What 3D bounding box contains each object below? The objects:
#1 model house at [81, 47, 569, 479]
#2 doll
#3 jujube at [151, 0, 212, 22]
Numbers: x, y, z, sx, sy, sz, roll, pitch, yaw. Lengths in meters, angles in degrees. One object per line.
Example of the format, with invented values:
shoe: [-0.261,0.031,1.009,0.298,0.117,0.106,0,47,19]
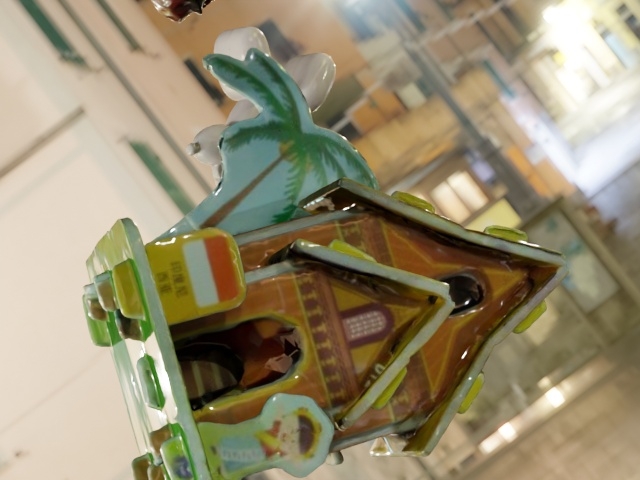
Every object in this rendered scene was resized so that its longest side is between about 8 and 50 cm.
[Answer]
model house: [0.000,0.000,1.011,0.324,0.340,0.300,-15,-3,-15]
doll: [-0.056,-0.107,1.317,0.059,0.160,0.161,0,-8,42]
jujube: [-0.107,-0.266,1.235,0.104,0.104,0.165,-40,36,40]
